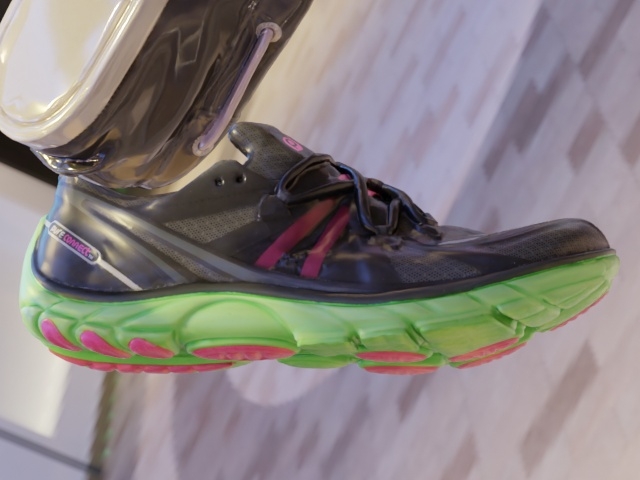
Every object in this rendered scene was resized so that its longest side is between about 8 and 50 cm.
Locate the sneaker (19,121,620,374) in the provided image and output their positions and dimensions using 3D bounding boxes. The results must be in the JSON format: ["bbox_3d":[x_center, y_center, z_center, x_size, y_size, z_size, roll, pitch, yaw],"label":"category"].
[{"bbox_3d":[0.000,0.000,1.303,0.185,0.482,0.202,89,-178,-76],"label":"sneaker"}]

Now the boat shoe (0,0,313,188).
[{"bbox_3d":[-0.022,-0.169,0.707,0.112,0.095,0.335,41,99,38],"label":"boat shoe"}]
